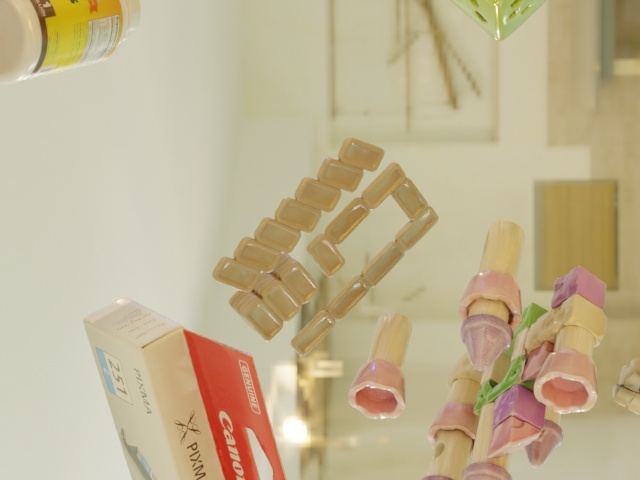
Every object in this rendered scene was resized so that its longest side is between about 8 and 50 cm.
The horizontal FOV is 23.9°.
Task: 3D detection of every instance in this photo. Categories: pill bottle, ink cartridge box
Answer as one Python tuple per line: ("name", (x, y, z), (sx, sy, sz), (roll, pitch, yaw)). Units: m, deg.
("pill bottle", (-0.301, -0.251, 1.722), (0.215, 0.117, 0.117), (-27, -60, -55))
("ink cartridge box", (-0.138, 0.230, 1.667), (0.261, 0.066, 0.296), (18, 128, 52))

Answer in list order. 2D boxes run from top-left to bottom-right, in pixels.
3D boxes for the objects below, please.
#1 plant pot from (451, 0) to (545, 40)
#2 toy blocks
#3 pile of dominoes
("plant pot", (0.193, -0.385, 1.681), (0.227, 0.228, 0.207), (-47, -6, 7))
("toy blocks", (0.218, 0.195, 1.647), (0.288, 0.309, 0.260), (-44, 21, 45))
("pile of dominoes", (0.000, 0.000, 1.727), (0.040, 0.251, 0.196), (38, 170, 46))
